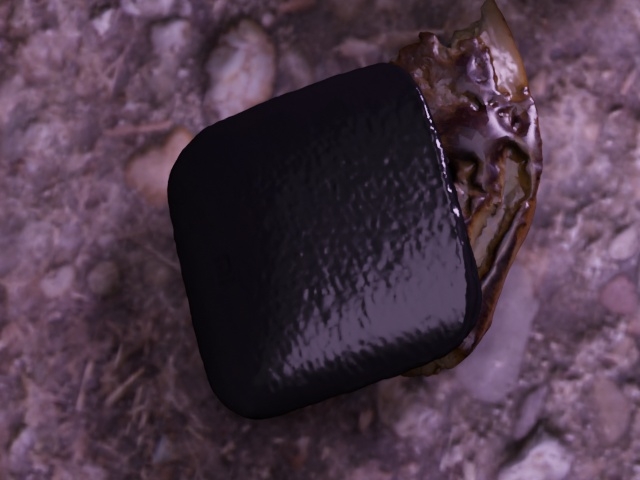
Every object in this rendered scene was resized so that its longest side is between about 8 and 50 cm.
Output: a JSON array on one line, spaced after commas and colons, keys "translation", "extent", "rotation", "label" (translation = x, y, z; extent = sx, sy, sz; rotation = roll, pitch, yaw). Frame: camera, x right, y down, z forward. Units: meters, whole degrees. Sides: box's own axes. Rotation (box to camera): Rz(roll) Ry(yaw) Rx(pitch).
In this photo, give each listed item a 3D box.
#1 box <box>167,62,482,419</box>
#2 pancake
[{"translation": [0.000, 0.000, 1.249], "extent": [0.201, 0.042, 0.213], "rotation": [-19, 76, 9], "label": "box"}, {"translation": [0.072, -0.024, 1.289], "extent": [0.257, 0.056, 0.212], "rotation": [-37, 74, 4], "label": "pancake"}]
